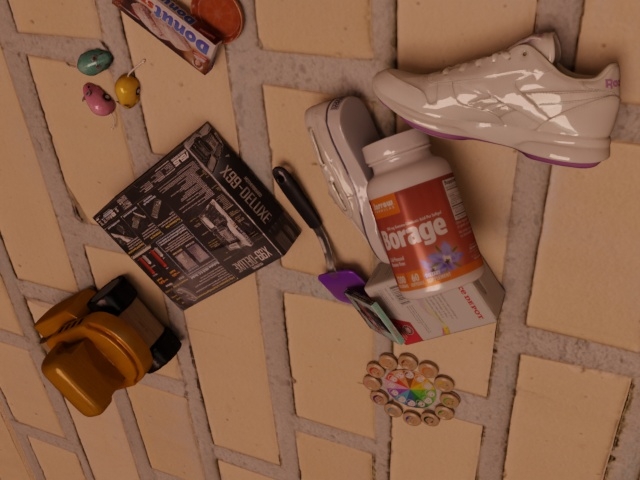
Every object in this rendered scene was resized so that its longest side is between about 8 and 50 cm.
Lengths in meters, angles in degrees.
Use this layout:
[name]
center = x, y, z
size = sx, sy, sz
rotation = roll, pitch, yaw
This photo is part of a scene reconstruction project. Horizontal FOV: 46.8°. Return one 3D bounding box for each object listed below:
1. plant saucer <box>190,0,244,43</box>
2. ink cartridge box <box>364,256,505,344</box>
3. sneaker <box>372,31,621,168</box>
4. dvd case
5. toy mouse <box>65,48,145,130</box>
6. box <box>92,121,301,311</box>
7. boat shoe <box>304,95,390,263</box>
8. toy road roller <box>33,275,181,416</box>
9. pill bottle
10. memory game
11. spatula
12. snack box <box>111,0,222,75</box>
[plant saucer]
center = -0.146, -0.321, 1.051
size = 0.084, 0.013, 0.083
rotation = 14, 130, 18
[ink cartridge box]
center = 0.179, 0.080, 1.154
size = 0.175, 0.072, 0.127
rotation = -21, 113, 38
[sneaker]
center = 0.217, -0.192, 0.918
size = 0.305, 0.114, 0.152
rotation = 16, 112, 17
[dvd case]
center = 0.086, 0.123, 1.205
size = 0.087, 0.013, 0.119
rotation = 53, 169, -18
[toy mouse]
center = -0.365, -0.255, 1.207
size = 0.143, 0.031, 0.161
rotation = 28, 133, 5
[box]
center = -0.219, -0.028, 1.279
size = 0.307, 0.076, 0.242
rotation = -29, 108, 41
[boat shoe]
center = 0.052, -0.081, 1.083
size = 0.088, 0.096, 0.267
rotation = 0, 129, 41
[toy road roller]
center = -0.475, 0.238, 1.511
size = 0.330, 0.240, 0.202
rotation = -22, 112, 38
[pill bottle]
center = 0.133, -0.038, 1.003
size = 0.121, 0.121, 0.216
rotation = -18, 92, 37
[memory game]
center = 0.165, 0.276, 1.359
size = 0.186, 0.012, 0.186
rotation = 15, 131, 18
[spatula]
center = 0.000, 0.000, 1.215
size = 0.084, 0.030, 0.296
rotation = -12, 119, 37
[snack box]
center = -0.225, -0.319, 1.076
size = 0.178, 0.022, 0.064
rotation = 38, 141, 2
